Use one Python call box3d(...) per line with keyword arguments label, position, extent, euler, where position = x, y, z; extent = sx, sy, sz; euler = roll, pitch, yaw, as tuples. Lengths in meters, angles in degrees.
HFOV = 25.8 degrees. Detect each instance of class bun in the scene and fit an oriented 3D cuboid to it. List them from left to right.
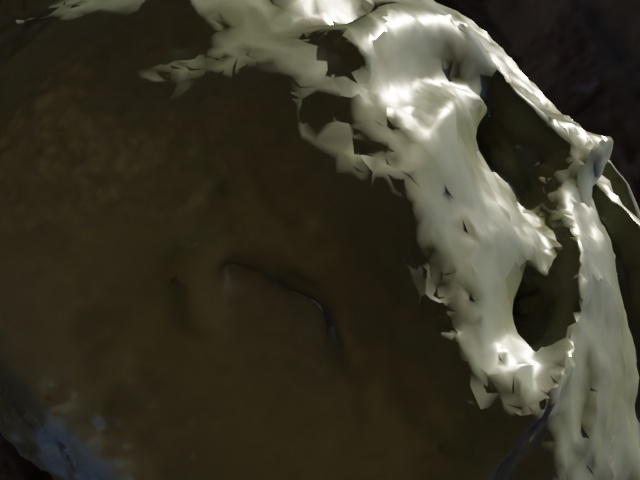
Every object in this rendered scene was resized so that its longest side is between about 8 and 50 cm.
box3d(label="bun", position=(0.003, 0.002, 0.516), extent=(0.194, 0.354, 0.354), euler=(-50, -148, 9))
